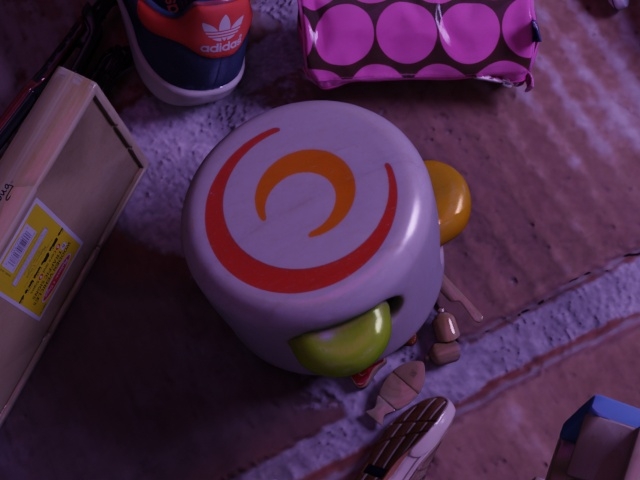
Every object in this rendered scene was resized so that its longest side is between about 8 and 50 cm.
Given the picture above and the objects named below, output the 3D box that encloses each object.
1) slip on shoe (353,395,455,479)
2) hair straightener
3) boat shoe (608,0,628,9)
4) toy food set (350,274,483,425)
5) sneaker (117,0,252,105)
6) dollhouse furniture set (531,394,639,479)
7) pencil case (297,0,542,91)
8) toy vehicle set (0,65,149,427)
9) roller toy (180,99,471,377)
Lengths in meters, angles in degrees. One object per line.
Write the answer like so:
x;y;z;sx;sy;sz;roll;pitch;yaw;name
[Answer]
0.063;0.181;0.788;0.041;0.051;0.135;48;69;-23;slip on shoe
-0.219;-0.130;0.924;0.089;0.047;0.230;33;71;-4;hair straightener
0.254;-0.251;0.919;0.035;0.035;0.100;-17;73;29;boat shoe
0.070;0.085;0.831;0.122;0.019;0.078;-41;72;0;toy food set
-0.152;-0.297;0.894;0.131;0.148;0.350;-23;73;-26;sneaker
0.196;0.276;0.604;0.198;0.303;0.287;19;74;12;dollhouse furniture set
0.084;-0.176;0.881;0.209;0.095;0.098;-1;92;7;pencil case
-0.232;0.014;0.803;0.035;0.166;0.267;24;75;12;toy vehicle set
0.000;0.000;0.797;0.191;0.146;0.209;21;70;22;roller toy
